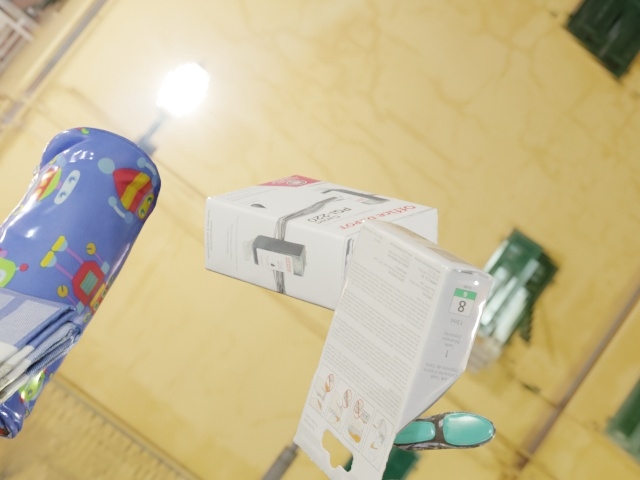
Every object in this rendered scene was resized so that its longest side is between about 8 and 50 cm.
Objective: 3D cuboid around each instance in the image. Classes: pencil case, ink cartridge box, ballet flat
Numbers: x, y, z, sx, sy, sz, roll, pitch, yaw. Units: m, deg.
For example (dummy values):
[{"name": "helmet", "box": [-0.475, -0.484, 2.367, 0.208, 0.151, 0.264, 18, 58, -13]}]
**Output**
[{"name": "pencil case", "box": [-0.265, 0.030, 1.259, 0.133, 0.306, 0.119, 13, -32, 23]}, {"name": "ink cartridge box", "box": [0.000, 0.000, 1.504, 0.218, 0.092, 0.158, 18, 24, 39]}, {"name": "ballet flat", "box": [0.127, 0.199, 1.407, 0.114, 0.041, 0.041, -4, -24, 15]}, {"name": "ink cartridge box", "box": [0.059, 0.108, 1.191, 0.056, 0.225, 0.181, 11, 9, -24]}]

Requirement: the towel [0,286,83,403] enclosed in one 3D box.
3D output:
[{"name": "towel", "box": [-0.341, 0.124, 1.034, 0.209, 0.285, 0.034, 10, -50, 38]}]
